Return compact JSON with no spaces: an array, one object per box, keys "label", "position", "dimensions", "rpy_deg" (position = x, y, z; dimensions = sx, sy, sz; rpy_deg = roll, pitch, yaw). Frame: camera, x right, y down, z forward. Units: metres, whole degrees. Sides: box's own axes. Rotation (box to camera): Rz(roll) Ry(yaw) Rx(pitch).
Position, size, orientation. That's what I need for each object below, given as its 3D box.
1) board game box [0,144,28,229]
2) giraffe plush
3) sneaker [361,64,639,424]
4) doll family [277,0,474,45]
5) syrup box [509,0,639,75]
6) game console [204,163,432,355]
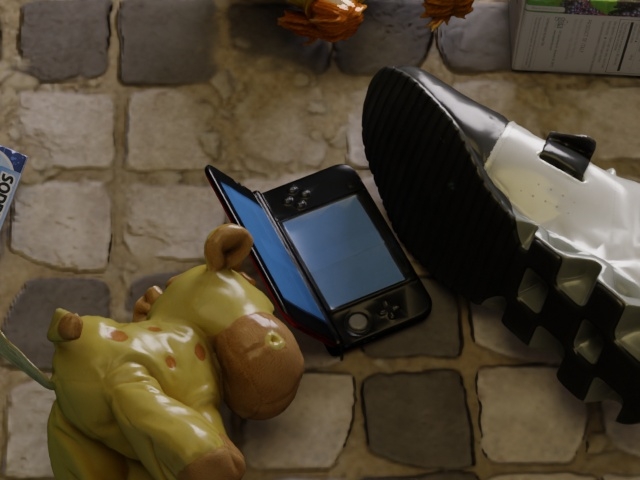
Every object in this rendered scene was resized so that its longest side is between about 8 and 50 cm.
[{"label":"board game box","position":[-0.302,0.003,1.386],"dimensions":[0.136,0.035,0.201],"rpy_deg":[23,60,-13]},{"label":"giraffe plush","position":[-0.088,0.091,1.302],"dimensions":[0.170,0.181,0.210],"rpy_deg":[-35,83,-34]},{"label":"sneaker","position":[0.166,-0.013,1.417],"dimensions":[0.146,0.122,0.330],"rpy_deg":[-24,60,-37]},{"label":"doll family","position":[0.041,-0.224,1.537],"dimensions":[0.263,0.118,0.163],"rpy_deg":[-17,43,-18]},{"label":"syrup box","position":[0.268,-0.189,1.528],"dimensions":[0.237,0.096,0.093],"rpy_deg":[2,58,-1]},{"label":"game console","position":[0.000,0.000,1.403],"dimensions":[0.124,0.085,0.144],"rpy_deg":[-21,63,-15]}]
